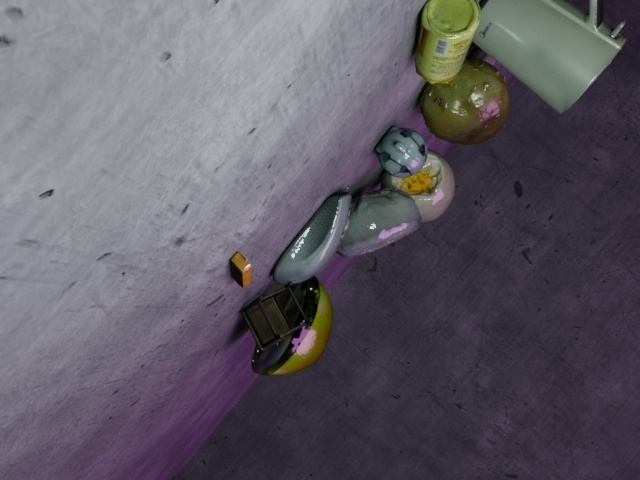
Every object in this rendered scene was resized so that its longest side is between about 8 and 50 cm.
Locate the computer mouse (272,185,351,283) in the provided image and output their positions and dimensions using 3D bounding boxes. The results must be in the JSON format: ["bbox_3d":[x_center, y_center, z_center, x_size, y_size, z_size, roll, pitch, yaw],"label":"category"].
[{"bbox_3d":[0.000,0.000,1.824,0.371,0.121,0.188,-54,171,6],"label":"computer mouse"}]

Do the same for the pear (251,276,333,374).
[{"bbox_3d":[-0.073,0.319,2.103,0.399,0.165,0.399,-51,-159,27],"label":"pear"}]

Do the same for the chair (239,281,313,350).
[{"bbox_3d":[-0.157,0.247,1.851,0.141,0.155,0.260,-22,169,-36],"label":"chair"}]

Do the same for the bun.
[{"bbox_3d":[0.176,-0.066,2.075,0.354,0.194,0.354,-20,173,-3],"label":"bun"}]

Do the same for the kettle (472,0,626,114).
[{"bbox_3d":[0.634,-0.593,1.644,0.250,0.376,0.361,-45,170,-30],"label":"kettle"}]

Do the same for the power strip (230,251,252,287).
[{"bbox_3d":[-0.186,0.076,1.402,0.028,0.049,0.178,-42,169,-18],"label":"power strip"}]

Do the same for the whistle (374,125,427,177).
[{"bbox_3d":[0.253,-0.265,1.838,0.163,0.163,0.289,-51,171,6],"label":"whistle"}]

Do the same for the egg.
[{"bbox_3d":[0.369,-0.199,2.268,0.278,0.278,0.336,-50,165,-4],"label":"egg"}]

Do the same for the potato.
[{"bbox_3d":[0.453,-0.410,1.858,0.269,0.219,0.359,-17,164,18],"label":"potato"}]

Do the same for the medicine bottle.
[{"bbox_3d":[0.274,-0.444,1.327,0.124,0.124,0.239,-49,172,-6],"label":"medicine bottle"}]

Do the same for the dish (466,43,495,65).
[{"bbox_3d":[0.515,-0.588,2.042,0.260,0.085,0.260,-48,169,-12],"label":"dish"}]
